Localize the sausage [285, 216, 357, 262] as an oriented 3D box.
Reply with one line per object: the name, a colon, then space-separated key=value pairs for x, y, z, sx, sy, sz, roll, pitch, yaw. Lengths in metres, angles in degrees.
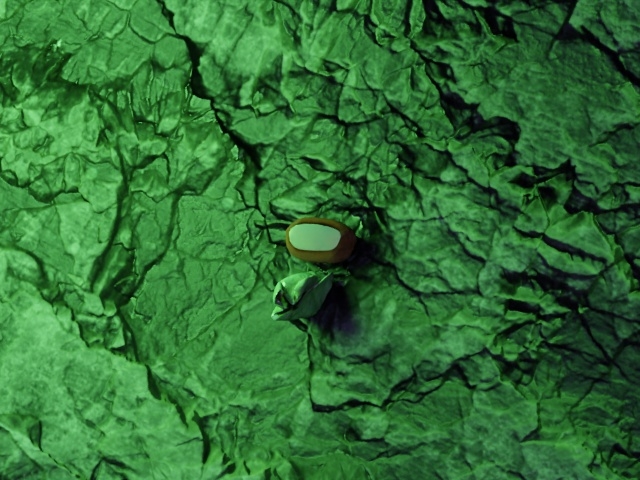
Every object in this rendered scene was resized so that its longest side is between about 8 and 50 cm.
sausage: x=0.000 y=0.000 z=1.930 sx=0.094 sy=0.054 sz=0.059 roll=5 pitch=87 yaw=18

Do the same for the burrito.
burrito: x=-0.029 y=0.070 z=1.903 sx=0.044 sy=0.118 sz=0.074 roll=35 pitch=104 yaw=21
